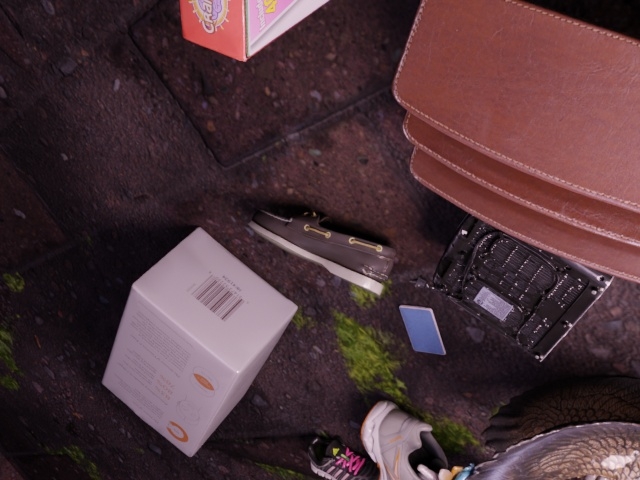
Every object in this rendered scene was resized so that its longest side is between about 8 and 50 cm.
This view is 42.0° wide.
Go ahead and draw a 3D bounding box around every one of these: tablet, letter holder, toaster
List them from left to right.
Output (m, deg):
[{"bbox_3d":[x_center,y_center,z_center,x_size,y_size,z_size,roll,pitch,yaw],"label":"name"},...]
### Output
[{"bbox_3d":[0.145,0.127,1.185,0.054,0.006,0.083,3,127,38],"label":"tablet"},{"bbox_3d":[0.226,0.021,0.942,0.185,0.110,0.168,34,138,11],"label":"toaster"},{"bbox_3d":[0.219,-0.087,0.759,0.301,0.152,0.214,26,107,20],"label":"letter holder"}]

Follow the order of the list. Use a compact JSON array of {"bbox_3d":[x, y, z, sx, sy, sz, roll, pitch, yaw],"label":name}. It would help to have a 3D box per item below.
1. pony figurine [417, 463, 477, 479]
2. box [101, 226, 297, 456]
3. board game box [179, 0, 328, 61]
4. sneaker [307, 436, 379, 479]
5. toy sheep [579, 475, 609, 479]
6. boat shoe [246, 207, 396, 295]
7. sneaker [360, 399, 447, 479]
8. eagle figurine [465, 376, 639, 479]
[{"bbox_3d":[0.289,0.476,1.199,0.351,0.303,0.363,32,155,27],"label":"pony figurine"},{"bbox_3d":[-0.213,0.180,1.407,0.215,0.168,0.345,38,140,6],"label":"box"},{"bbox_3d":[0.003,-0.323,0.670,0.064,0.316,0.242,24,136,22],"label":"board game box"},{"bbox_3d":[0.040,0.386,1.453,0.170,0.063,0.075,8,135,42],"label":"sneaker"},{"bbox_3d":[0.392,0.322,1.087,0.132,0.091,0.091,24,137,30],"label":"toy sheep"},{"bbox_3d":[0.000,0.000,1.152,0.227,0.069,0.081,26,177,27],"label":"boat shoe"},{"bbox_3d":[0.152,0.378,1.313,0.121,0.099,0.262,11,132,47],"label":"sneaker"},{"bbox_3d":[0.334,0.244,0.955,0.298,0.225,0.226,19,145,17],"label":"eagle figurine"}]
